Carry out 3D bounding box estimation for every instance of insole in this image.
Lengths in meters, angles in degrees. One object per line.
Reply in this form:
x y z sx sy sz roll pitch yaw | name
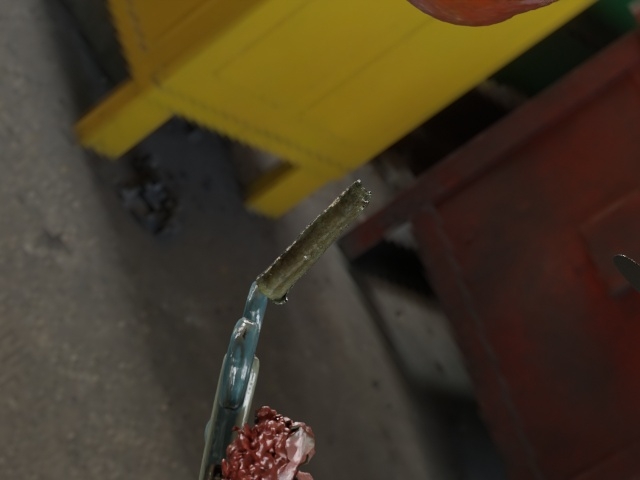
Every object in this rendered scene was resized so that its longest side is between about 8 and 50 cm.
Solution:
0.291 0.056 1.533 0.135 0.045 0.002 41 72 -9 | insole

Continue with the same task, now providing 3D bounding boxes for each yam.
0.000 0.000 1.469 0.033 0.129 0.027 41 27 -10 | yam

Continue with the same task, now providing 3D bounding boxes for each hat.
-0.062 0.290 1.738 0.107 0.286 0.236 22 20 23 | hat

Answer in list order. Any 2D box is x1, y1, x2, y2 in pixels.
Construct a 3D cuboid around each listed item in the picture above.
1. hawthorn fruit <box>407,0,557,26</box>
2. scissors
0.111 -0.280 1.408 0.263 0.231 0.235 -3 59 -34 | hawthorn fruit
-0.090 0.181 1.802 0.041 0.289 0.138 11 29 0 | scissors
